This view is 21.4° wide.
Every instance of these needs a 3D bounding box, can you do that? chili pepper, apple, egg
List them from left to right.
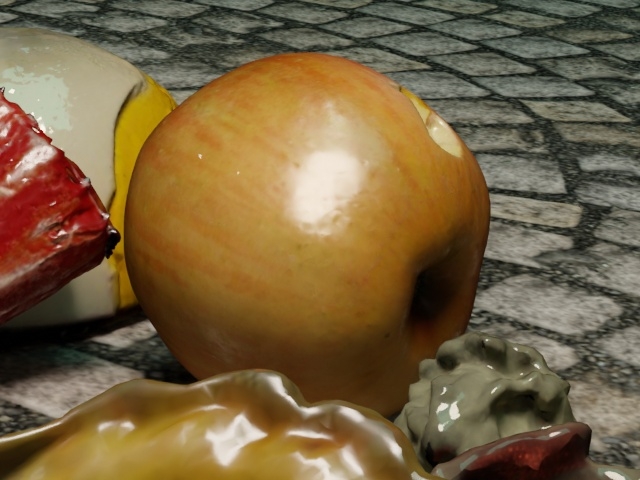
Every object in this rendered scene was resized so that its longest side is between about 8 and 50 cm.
[{"bbox_3d":[-0.273,0.013,1.111,0.253,0.144,0.136,-36,28,-22],"label":"chili pepper"},{"bbox_3d":[-0.246,-0.066,1.327,0.337,0.201,0.337,4,17,-1],"label":"egg"},{"bbox_3d":[0.000,0.000,1.126,0.242,0.242,0.241,-12,31,-40],"label":"apple"}]

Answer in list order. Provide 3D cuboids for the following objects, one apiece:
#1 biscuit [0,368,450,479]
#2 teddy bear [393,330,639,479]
[{"bbox_3d":[-0.069,0.200,0.537,0.329,0.078,0.335,-28,49,-2],"label":"biscuit"},{"bbox_3d":[-0.002,0.171,0.706,0.368,0.224,0.357,-3,7,-17],"label":"teddy bear"}]
